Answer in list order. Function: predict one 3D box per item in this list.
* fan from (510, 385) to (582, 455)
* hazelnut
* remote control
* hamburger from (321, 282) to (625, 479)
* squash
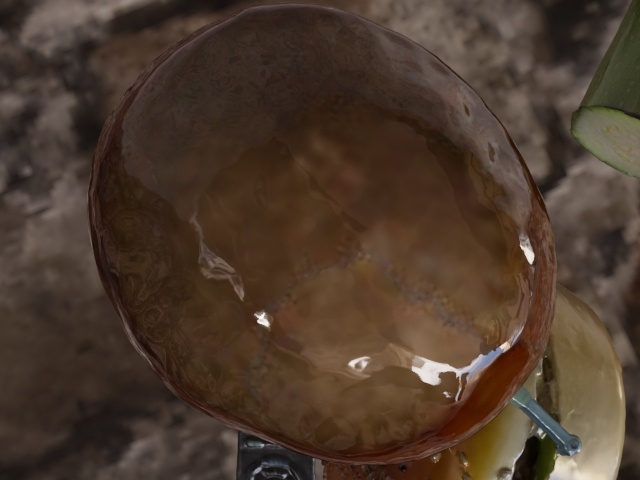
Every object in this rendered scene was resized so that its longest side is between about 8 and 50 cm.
[{"bbox_3d":[0.120,0.094,1.399,0.038,0.193,0.016,-53,-160,-20],"label":"fan"},{"bbox_3d":[0.000,0.000,0.823,0.176,0.214,0.214,-46,164,-2],"label":"hazelnut"},{"bbox_3d":[-0.032,0.155,1.457,0.063,0.245,0.025,5,-170,10],"label":"remote control"},{"bbox_3d":[0.115,0.150,1.609,0.176,0.300,0.300,13,147,-29],"label":"hamburger"},{"bbox_3d":[0.223,-0.128,1.134,0.188,0.095,0.095,-62,172,-15],"label":"squash"}]
